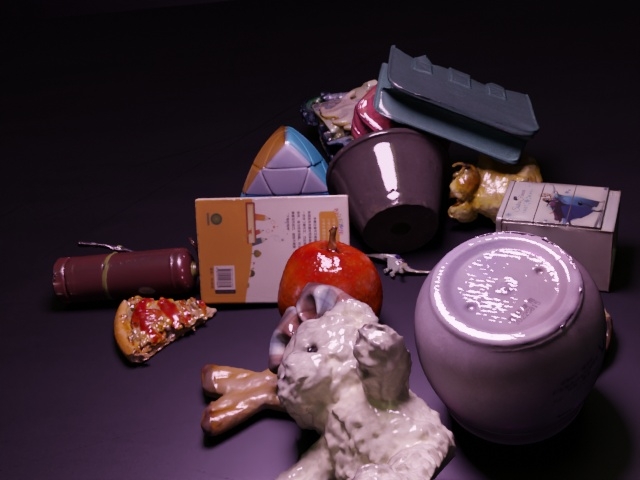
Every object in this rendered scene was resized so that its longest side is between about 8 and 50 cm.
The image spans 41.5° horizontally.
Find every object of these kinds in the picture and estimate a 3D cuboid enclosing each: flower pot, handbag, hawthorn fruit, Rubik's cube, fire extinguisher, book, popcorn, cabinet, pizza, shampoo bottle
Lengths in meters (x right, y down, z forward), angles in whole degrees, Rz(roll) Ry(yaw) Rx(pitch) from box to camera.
[{"bbox_3d":[0.150,-0.081,1.723,0.269,0.269,0.166,-9,55,1],"label":"flower pot"},{"bbox_3d":[0.276,-0.282,1.737,0.326,0.089,0.238,19,34,-3],"label":"handbag"},{"bbox_3d":[0.020,0.073,1.491,0.197,0.225,0.196,0,34,0],"label":"hawthorn fruit"},{"bbox_3d":[-0.038,-0.144,1.848,0.254,0.254,0.254,-7,32,4],"label":"Rubik's cube"},{"bbox_3d":[-0.367,0.055,1.705,0.341,0.141,0.105,-6,28,10],"label":"fire extinguisher"},{"bbox_3d":[-0.090,0.019,1.619,0.295,0.207,0.020,-1,8,7],"label":"book"},{"bbox_3d":[0.361,-0.117,1.755,0.195,0.173,0.168,6,74,3],"label":"popcorn"},{"bbox_3d":[0.446,-0.013,1.585,0.206,0.150,0.145,6,35,22],"label":"cabinet"},{"bbox_3d":[-0.297,0.146,1.614,0.199,0.062,0.188,-16,35,-13],"label":"pizza"},{"bbox_3d":[0.279,0.146,1.248,0.273,0.266,0.273,-9,47,10],"label":"shampoo bottle"},{"bbox_3d":[0.176,-0.236,1.853,0.225,0.135,0.146,43,69,12],"label":"handbag"}]

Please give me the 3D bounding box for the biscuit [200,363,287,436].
[{"bbox_3d":[-0.096,0.250,1.408,0.208,0.047,0.164,-9,35,-2],"label":"biscuit"}]

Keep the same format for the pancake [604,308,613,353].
[{"bbox_3d":[0.351,0.129,1.454,0.288,0.033,0.286,0,44,15],"label":"pancake"}]

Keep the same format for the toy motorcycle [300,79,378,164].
[{"bbox_3d":[0.096,-0.271,2.074,0.237,0.168,0.410,-19,40,-2],"label":"toy motorcycle"}]

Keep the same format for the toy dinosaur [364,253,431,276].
[{"bbox_3d":[0.144,0.047,1.679,0.180,0.037,0.058,25,21,32],"label":"toy dinosaur"}]

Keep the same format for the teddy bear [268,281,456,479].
[{"bbox_3d":[-0.004,0.234,1.167,0.362,0.327,0.375,42,27,18],"label":"teddy bear"}]
